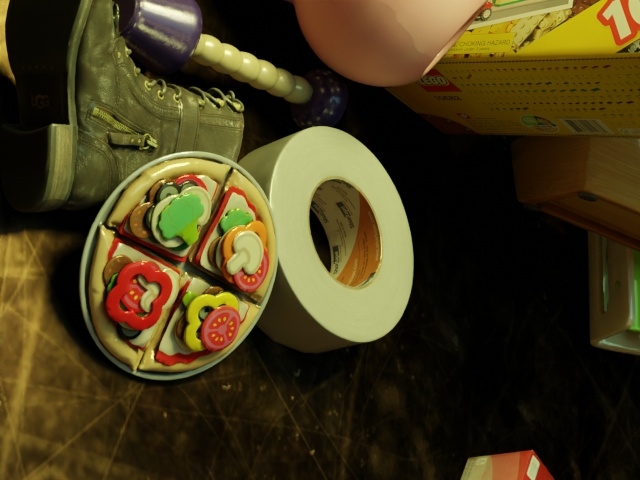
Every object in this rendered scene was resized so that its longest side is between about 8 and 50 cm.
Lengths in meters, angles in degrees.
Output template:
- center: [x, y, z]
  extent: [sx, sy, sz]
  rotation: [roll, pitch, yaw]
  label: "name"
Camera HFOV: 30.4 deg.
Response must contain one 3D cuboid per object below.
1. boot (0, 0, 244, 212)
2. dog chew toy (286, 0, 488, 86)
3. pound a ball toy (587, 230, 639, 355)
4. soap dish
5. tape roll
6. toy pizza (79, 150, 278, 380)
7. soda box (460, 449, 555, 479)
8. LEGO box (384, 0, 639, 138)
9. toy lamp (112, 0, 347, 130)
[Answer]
- center: [-0.154, -0.127, 1.009]
  extent: [0.229, 0.091, 0.263]
  rotation: [3, 101, -50]
  label: "boot"
- center: [0.011, -0.312, 1.193]
  extent: [0.332, 0.206, 0.206]
  rotation: [42, 43, 1]
  label: "dog chew toy"
- center: [0.406, -0.013, 1.651]
  extent: [0.208, 0.136, 0.319]
  rotation: [10, 67, -18]
  label: "pound a ball toy"
- center: [0.402, -0.062, 1.472]
  extent: [0.291, 0.229, 0.118]
  rotation: [21, 82, -14]
  label: "soap dish"
- center: [0.000, 0.000, 1.180]
  extent: [0.219, 0.072, 0.219]
  rotation: [20, 63, -45]
  label: "tape roll"
- center: [-0.111, 0.025, 1.003]
  extent: [0.201, 0.032, 0.201]
  rotation: [-12, 110, -37]
  label: "toy pizza"
- center: [0.173, 0.349, 1.242]
  extent: [0.083, 0.092, 0.263]
  rotation: [54, 42, -23]
  label: "soda box"
- center: [0.324, -0.315, 1.274]
  extent: [0.193, 0.500, 0.372]
  rotation: [30, 74, -42]
  label: "LEGO box"
- center: [-0.088, -0.173, 1.137]
  extent: [0.274, 0.080, 0.080]
  rotation: [20, 62, -48]
  label: "toy lamp"
